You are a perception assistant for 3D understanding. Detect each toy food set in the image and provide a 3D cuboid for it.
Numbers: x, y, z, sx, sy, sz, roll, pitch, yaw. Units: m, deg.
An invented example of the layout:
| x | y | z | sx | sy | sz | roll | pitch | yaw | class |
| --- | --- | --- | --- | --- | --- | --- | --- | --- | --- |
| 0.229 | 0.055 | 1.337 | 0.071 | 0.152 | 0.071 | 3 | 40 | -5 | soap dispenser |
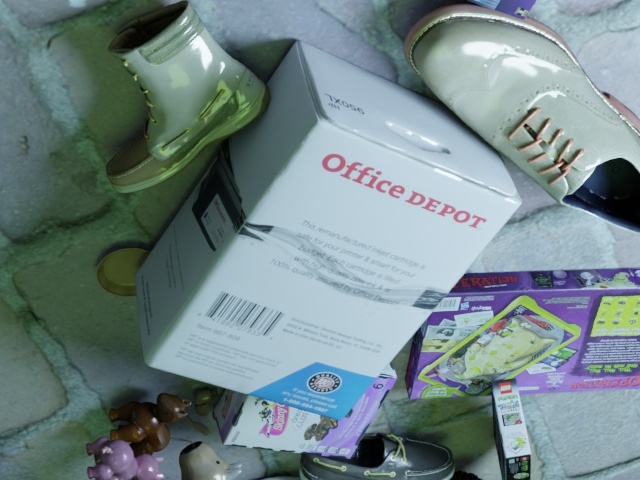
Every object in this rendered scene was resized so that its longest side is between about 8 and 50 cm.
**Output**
| x | y | z | sx | sy | sz | roll | pitch | yaw | class |
| --- | --- | --- | --- | --- | --- | --- | --- | --- | --- |
| -0.129 | 0.215 | 2.006 | 0.122 | 0.019 | 0.078 | -37 | 130 | 11 | toy food set |

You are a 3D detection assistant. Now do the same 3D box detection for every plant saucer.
| x | y | z | sx | sy | sz | roll | pitch | yaw | class |
| --- | --- | --- | --- | --- | --- | --- | --- | --- | --- |
| -0.237 | 0.036 | 1.817 | 0.083 | 0.015 | 0.083 | -6 | 134 | -7 | plant saucer |

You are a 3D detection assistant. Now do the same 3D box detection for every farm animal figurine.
| x | y | z | sx | sy | sz | roll | pitch | yaw | class |
| --- | --- | --- | --- | --- | --- | --- | --- | --- | --- |
| -0.179 | 0.359 | 1.894 | 0.172 | 0.330 | 0.327 | -10 | 116 | 3 | farm animal figurine |

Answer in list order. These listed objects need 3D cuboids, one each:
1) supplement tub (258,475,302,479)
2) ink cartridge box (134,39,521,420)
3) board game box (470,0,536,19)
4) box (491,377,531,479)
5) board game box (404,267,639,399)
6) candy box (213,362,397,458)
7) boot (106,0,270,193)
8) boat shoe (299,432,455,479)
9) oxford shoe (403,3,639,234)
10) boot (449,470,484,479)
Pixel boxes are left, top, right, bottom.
| x | y | z | sx | sy | sz | roll | pitch | yaw | class |
| --- | --- | --- | --- | --- | --- | --- | --- | --- | --- |
| -0.054 | 0.518 | 2.175 | 0.193 | 0.194 | 0.316 | -6 | 131 | -6 | supplement tub |
| 0.000 | 0.000 | 1.725 | 0.285 | 0.166 | 0.395 | 20 | 123 | -29 | ink cartridge box |
| 0.196 | -0.330 | 1.548 | 0.141 | 0.048 | 0.170 | 15 | 128 | -22 | board game box |
| 0.267 | 0.285 | 2.048 | 0.036 | 0.114 | 0.207 | -9 | 152 | 3 | box |
| 0.299 | 0.128 | 1.997 | 0.346 | 0.056 | 0.208 | -1 | 128 | -11 | board game box |
| -0.022 | 0.207 | 1.971 | 0.196 | 0.070 | 0.165 | 10 | 126 | -25 | candy box |
| -0.185 | -0.157 | 1.610 | 0.213 | 0.077 | 0.165 | -32 | 129 | 15 | boot |
| 0.085 | 0.315 | 2.098 | 0.227 | 0.081 | 0.069 | -1 | 136 | -7 | boat shoe |
| 0.262 | -0.136 | 1.673 | 0.397 | 0.146 | 0.140 | 26 | 123 | -31 | oxford shoe |
| 0.143 | 0.500 | 2.243 | 0.348 | 0.131 | 0.260 | -35 | 137 | 6 | boot |
